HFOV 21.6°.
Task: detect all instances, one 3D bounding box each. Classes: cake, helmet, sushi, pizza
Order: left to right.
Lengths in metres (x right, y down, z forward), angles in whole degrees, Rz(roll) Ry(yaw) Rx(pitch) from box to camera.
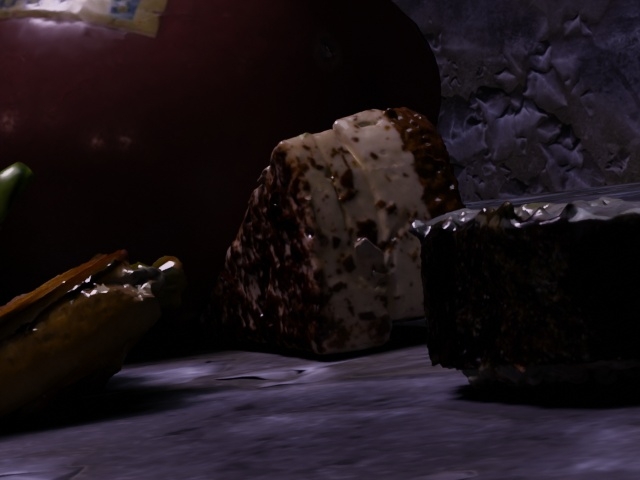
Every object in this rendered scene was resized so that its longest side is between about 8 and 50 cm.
[{"bbox_3d":[-0.150,0.061,0.919,0.147,0.069,0.226,-35,6,-20],"label":"pizza"},{"bbox_3d":[-0.129,-0.048,1.175,0.384,0.338,0.230,8,48,16],"label":"helmet"},{"bbox_3d":[-0.005,-0.004,1.044,0.112,0.135,0.246,-11,3,-22],"label":"cake"},{"bbox_3d":[0.100,0.022,0.695,0.090,0.078,0.150,-3,-2,-28],"label":"sushi"}]

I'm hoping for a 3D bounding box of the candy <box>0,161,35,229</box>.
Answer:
[{"bbox_3d":[-0.245,0.059,0.836,0.246,0.069,0.149,-37,5,-34],"label":"candy"}]
